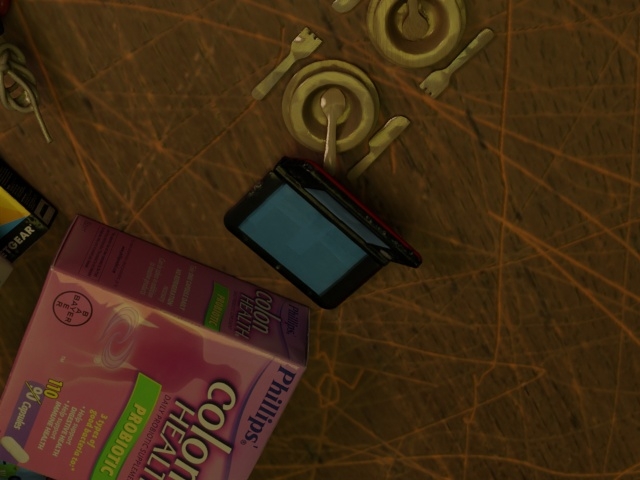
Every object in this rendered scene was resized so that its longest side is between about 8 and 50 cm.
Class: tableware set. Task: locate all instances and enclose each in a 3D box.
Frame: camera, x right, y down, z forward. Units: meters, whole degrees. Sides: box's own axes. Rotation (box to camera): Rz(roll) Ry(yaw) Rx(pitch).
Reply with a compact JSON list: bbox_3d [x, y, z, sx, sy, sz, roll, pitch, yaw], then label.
[{"bbox_3d":[0.045,-0.149,0.977,0.128,0.039,0.194,39,110,-16],"label":"tableware set"}]

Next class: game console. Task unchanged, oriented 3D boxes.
[{"bbox_3d":[0.000,0.000,1.026,0.144,0.124,0.085,40,83,-17],"label":"game console"}]

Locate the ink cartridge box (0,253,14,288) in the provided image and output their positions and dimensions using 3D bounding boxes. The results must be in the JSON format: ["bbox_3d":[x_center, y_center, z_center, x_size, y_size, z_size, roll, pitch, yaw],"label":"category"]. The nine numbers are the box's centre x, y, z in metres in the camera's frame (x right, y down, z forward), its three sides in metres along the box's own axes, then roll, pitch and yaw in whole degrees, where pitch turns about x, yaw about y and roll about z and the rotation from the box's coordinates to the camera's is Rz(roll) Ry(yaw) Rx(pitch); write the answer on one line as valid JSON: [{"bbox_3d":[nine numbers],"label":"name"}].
[{"bbox_3d":[-0.441,0.063,1.025,0.332,0.065,0.165,-34,112,32],"label":"ink cartridge box"}]

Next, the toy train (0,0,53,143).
[{"bbox_3d":[-0.336,-0.174,0.941,0.143,0.105,0.248,-12,115,17],"label":"toy train"}]

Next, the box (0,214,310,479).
[{"bbox_3d":[-0.162,0.130,1.068,0.243,0.117,0.213,23,113,-10],"label":"box"}]

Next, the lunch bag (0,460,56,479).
[{"bbox_3d":[-0.380,0.329,1.140,0.221,0.138,0.293,3,127,-25],"label":"lunch bag"}]

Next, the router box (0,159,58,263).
[{"bbox_3d":[-0.353,-0.009,1.043,0.179,0.046,0.133,-40,109,18],"label":"router box"}]
